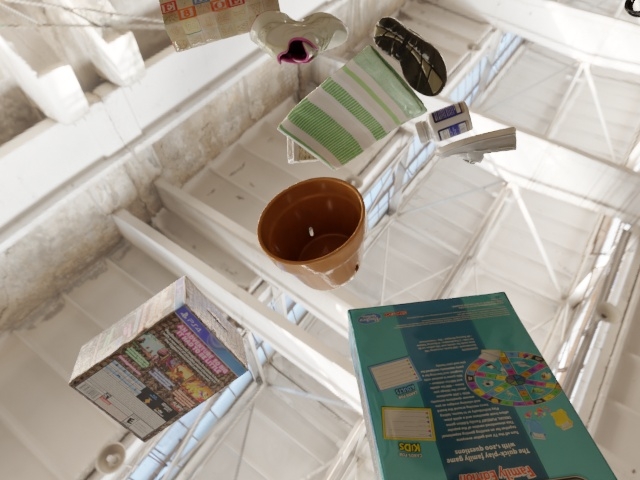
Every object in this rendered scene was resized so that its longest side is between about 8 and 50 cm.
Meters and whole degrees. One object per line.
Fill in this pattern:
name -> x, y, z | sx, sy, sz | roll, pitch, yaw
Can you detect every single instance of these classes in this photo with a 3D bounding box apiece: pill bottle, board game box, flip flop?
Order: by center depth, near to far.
board game box -> 0.185, 0.225, 0.573 | 0.253, 0.079, 0.336 | -6, -141, -2
board game box -> -0.354, 0.267, 0.988 | 0.291, 0.232, 0.141 | -34, -152, -2
flip flop -> 0.251, -0.506, 1.186 | 0.080, 0.112, 0.277 | -13, -122, -46
pill bottle -> 0.439, -0.417, 1.560 | 0.186, 0.112, 0.112 | -17, -128, 18

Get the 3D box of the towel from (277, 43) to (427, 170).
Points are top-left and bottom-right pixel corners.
towel -> 0.078, -0.320, 1.129 | 0.324, 0.247, 0.038 | -28, -132, 35

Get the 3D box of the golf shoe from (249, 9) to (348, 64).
golf shoe -> -0.035, -0.521, 1.151 | 0.306, 0.115, 0.140 | -20, -111, -34

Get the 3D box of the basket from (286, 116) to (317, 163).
basket -> -0.058, -0.353, 1.507 | 0.103, 0.113, 0.167 | -4, -83, -13

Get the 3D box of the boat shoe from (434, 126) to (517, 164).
boat shoe -> 0.350, -0.204, 0.977 | 0.184, 0.066, 0.063 | -15, -84, -5

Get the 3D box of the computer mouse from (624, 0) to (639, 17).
computer mouse -> 0.518, -0.452, 0.760 | 0.041, 0.071, 0.242 | -19, -128, -14

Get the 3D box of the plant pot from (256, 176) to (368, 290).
plant pot -> 0.000, 0.000, 1.183 | 0.290, 0.204, 0.291 | -10, -130, 13

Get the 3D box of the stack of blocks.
stack of blocks -> -0.268, -0.629, 1.154 | 0.297, 0.087, 0.171 | -17, -115, -3
